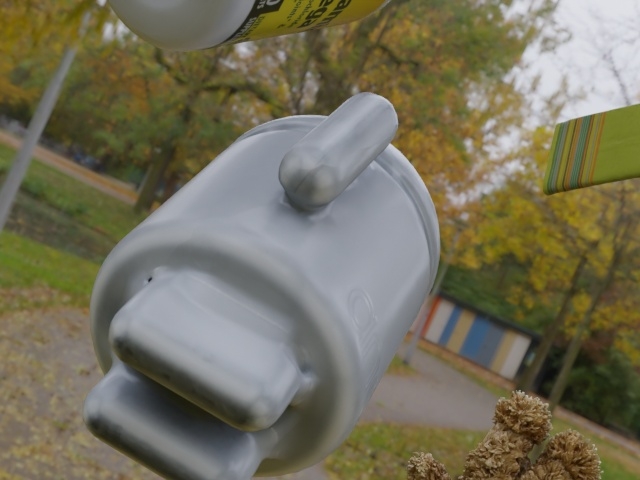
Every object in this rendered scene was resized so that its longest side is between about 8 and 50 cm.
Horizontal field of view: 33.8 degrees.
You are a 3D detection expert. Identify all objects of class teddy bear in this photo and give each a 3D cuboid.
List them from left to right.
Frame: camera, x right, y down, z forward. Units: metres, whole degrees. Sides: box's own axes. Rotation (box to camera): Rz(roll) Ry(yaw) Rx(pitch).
[{"bbox_3d":[0.240,0.376,1.474,0.245,0.338,0.113,55,8,4],"label":"teddy bear"}]

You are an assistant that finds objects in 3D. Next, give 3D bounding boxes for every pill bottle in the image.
[{"bbox_3d":[-0.030,-0.285,0.965,0.188,0.188,0.334,25,30,32],"label":"pill bottle"}]

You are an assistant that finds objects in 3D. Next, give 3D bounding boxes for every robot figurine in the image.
[{"bbox_3d":[-0.030,0.032,0.775,0.200,0.300,0.353,32,35,4],"label":"robot figurine"}]

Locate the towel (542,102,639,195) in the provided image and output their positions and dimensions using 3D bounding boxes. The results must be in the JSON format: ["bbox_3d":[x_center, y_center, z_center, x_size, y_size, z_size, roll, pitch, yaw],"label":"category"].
[{"bbox_3d":[0.367,-0.115,1.277,0.021,0.102,0.237,23,-17,-29],"label":"towel"}]
